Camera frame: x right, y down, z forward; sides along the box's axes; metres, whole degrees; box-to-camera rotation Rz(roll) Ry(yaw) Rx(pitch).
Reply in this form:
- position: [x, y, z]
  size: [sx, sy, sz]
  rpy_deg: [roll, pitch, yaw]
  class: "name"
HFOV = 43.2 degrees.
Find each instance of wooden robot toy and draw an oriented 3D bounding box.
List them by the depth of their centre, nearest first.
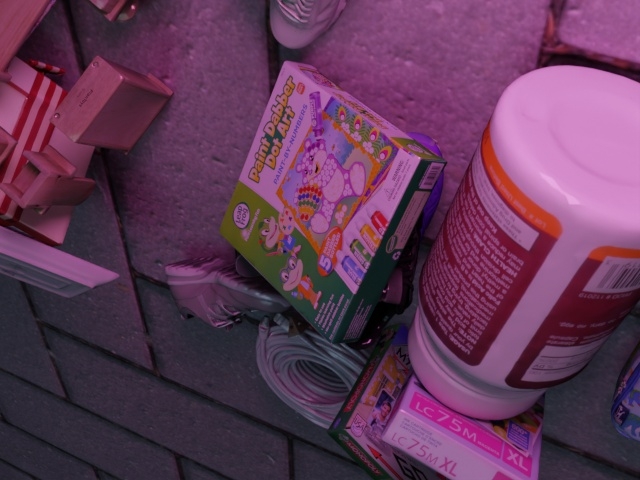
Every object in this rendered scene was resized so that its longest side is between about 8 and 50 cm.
- position: [0.007, 0.078, 1.196]
  size: [0.173, 0.076, 0.079]
  rpy_deg: [-28, 98, 20]
  class: "wooden robot toy"

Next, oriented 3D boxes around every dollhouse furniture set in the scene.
- position: [-0.399, -0.261, 1.090]
  size: [0.355, 0.174, 0.303]
  rpy_deg: [40, 98, 7]
  class: "dollhouse furniture set"

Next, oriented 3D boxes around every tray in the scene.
- position: [-0.452, 0.030, 1.211]
  size: [0.270, 0.030, 0.145]
  rpy_deg: [27, 152, -32]
  class: "tray"

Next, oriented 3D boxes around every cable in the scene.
- position: [0.010, 0.216, 1.358]
  size: [0.257, 0.089, 0.257]
  rpy_deg: [29, 141, 6]
  class: "cable"

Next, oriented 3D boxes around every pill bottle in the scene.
- position: [0.236, 0.025, 0.896]
  size: [0.224, 0.224, 0.392]
  rpy_deg: [28, 140, 9]
  class: "pill bottle"

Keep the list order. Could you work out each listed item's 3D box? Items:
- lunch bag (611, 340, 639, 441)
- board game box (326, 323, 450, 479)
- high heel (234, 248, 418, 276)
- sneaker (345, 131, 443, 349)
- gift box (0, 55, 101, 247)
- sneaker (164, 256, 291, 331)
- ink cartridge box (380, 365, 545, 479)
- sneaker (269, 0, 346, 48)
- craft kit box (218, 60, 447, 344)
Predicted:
- position: [0.486, 0.202, 1.006]
  size: [0.219, 0.090, 0.176]
  rpy_deg: [24, 137, 13]
  class: "lunch bag"
- position: [0.169, 0.312, 1.241]
  size: [0.317, 0.213, 0.046]
  rpy_deg: [47, 140, -15]
  class: "board game box"
- position: [0.000, 0.000, 1.182]
  size: [0.261, 0.186, 0.093]
  rpy_deg: [2, 110, -8]
  class: "high heel"
- position: [0.086, 0.016, 1.000]
  size: [0.102, 0.146, 0.293]
  rpy_deg: [12, 121, -12]
  class: "sneaker"
- position: [-0.495, -0.129, 1.230]
  size: [0.255, 0.258, 0.276]
  rpy_deg: [-5, 152, 32]
  class: "gift box"
- position: [-0.138, 0.093, 1.310]
  size: [0.281, 0.105, 0.115]
  rpy_deg: [5, 108, 46]
  class: "sneaker"
- position: [0.204, 0.215, 1.083]
  size: [0.186, 0.311, 0.065]
  rpy_deg: [30, 112, 7]
  class: "ink cartridge box"
- position: [-0.010, -0.285, 0.862]
  size: [0.090, 0.095, 0.235]
  rpy_deg: [34, 143, -1]
  class: "sneaker"
- position: [0.001, -0.049, 0.966]
  size: [0.246, 0.061, 0.250]
  rpy_deg: [43, 120, 38]
  class: "craft kit box"
